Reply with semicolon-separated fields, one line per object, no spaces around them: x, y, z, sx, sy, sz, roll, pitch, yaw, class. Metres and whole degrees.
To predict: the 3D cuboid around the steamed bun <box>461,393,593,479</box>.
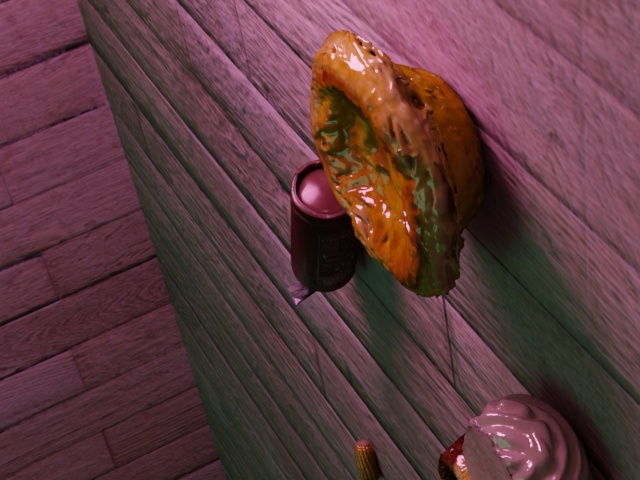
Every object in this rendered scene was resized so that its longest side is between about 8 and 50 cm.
0.230;0.246;1.492;0.183;0.106;0.182;159;90;-75;steamed bun

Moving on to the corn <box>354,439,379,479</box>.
0.078;0.376;2.367;0.037;0.037;0.092;46;152;52;corn

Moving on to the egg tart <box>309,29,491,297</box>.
0.088;-0.086;1.437;0.294;0.116;0.294;60;166;26;egg tart

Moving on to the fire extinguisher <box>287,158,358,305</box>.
0.000;0.000;1.897;0.104;0.105;0.269;58;164;25;fire extinguisher

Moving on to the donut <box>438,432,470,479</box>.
0.200;0.314;1.804;0.140;0.059;0.140;55;164;24;donut
